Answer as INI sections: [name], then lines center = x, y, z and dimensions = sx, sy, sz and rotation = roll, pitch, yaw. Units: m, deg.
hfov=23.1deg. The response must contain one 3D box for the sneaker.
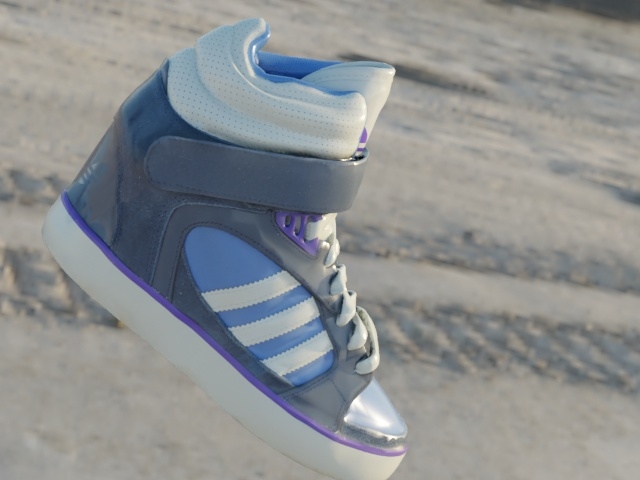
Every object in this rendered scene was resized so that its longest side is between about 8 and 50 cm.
[sneaker]
center = 0.000, 0.000, 1.056
dimensions = 0.323, 0.236, 0.130
rotation = 39, 12, -20
